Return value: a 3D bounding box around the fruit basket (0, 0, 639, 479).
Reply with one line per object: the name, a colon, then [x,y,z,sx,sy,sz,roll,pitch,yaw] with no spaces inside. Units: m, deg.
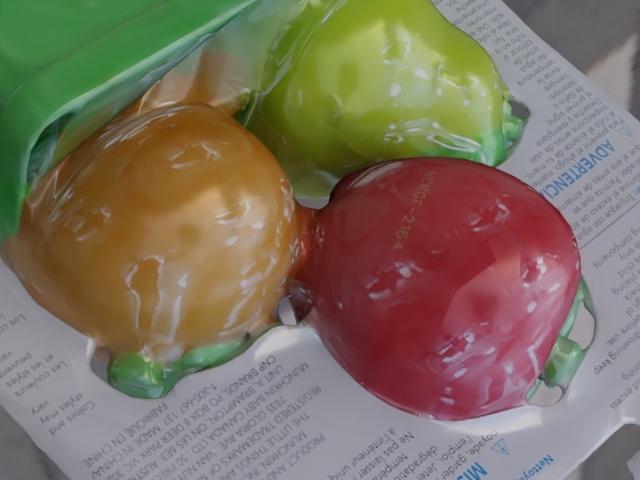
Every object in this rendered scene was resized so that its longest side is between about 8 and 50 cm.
fruit basket: [0.000,0.000,0.780,0.327,0.353,0.165,-36,166,-34]
